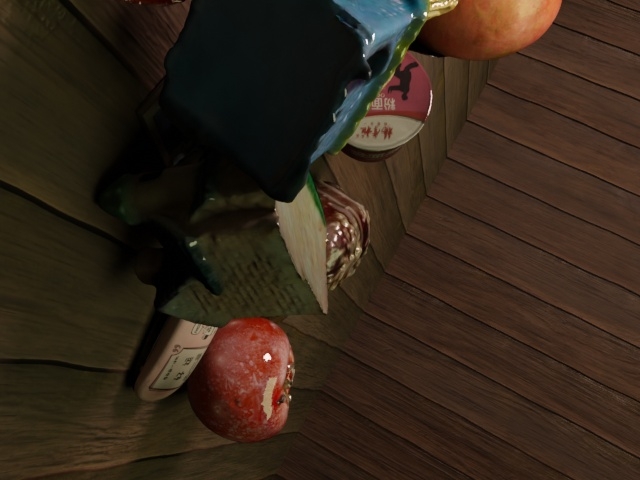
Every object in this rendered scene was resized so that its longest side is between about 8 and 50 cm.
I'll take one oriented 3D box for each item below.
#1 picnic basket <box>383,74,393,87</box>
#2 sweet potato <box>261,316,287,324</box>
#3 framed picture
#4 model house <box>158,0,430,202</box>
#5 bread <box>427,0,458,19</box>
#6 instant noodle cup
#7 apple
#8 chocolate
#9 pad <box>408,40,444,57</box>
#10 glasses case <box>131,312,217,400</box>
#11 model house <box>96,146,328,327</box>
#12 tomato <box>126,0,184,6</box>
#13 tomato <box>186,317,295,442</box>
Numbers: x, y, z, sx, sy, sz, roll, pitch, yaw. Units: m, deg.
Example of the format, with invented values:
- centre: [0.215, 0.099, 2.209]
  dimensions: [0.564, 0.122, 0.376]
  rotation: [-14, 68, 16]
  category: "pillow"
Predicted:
- centre: [0.008, -0.330, 1.173]
  dimensions: [0.313, 0.175, 0.228]
  rotation: [-53, 161, -44]
  category: "picnic basket"
- centre: [-0.081, 0.119, 1.790]
  dimensions: [0.341, 0.092, 0.114]
  rotation: [-58, -179, -13]
  category: "sweet potato"
- centre: [-0.183, -0.182, 1.083]
  dimensions: [0.189, 0.023, 0.260]
  rotation: [-54, 163, -21]
  category: "framed picture"
- centre: [-0.013, -0.228, 0.856]
  dimensions: [0.237, 0.215, 0.303]
  rotation: [-55, 174, 37]
  category: "model house"
- centre: [0.168, -0.509, 1.317]
  dimensions: [0.139, 0.240, 0.240]
  rotation: [-6, 136, -19]
  category: "bread"
- centre: [0.112, -0.277, 1.531]
  dimensions: [0.234, 0.235, 0.178]
  rotation: [-60, 173, -9]
  category: "instant noodle cup"
- centre: [0.334, -0.568, 1.520]
  dimensions: [0.364, 0.364, 0.364]
  rotation: [-55, 163, -26]
  category: "apple"
- centre: [0.000, 0.000, 1.632]
  dimensions: [0.340, 0.210, 0.225]
  rotation: [-35, 147, -60]
  category: "chocolate"
- centre: [0.215, -0.446, 1.639]
  dimensions: [0.267, 0.181, 0.004]
  rotation: [-34, 142, -62]
  category: "pad"
- centre: [-0.245, 0.157, 1.314]
  dimensions: [0.122, 0.075, 0.314]
  rotation: [14, 108, -58]
  category: "glasses case"
- centre: [-0.149, -0.021, 1.041]
  dimensions: [0.298, 0.284, 0.243]
  rotation: [68, 13, -50]
  category: "model house"
- centre: [-0.168, -0.352, 0.693]
  dimensions: [0.228, 0.101, 0.228]
  rotation: [-35, 156, -18]
  category: "tomato"
- centre: [-0.170, 0.293, 1.538]
  dimensions: [0.270, 0.227, 0.270]
  rotation: [5, 90, -85]
  category: "tomato"
